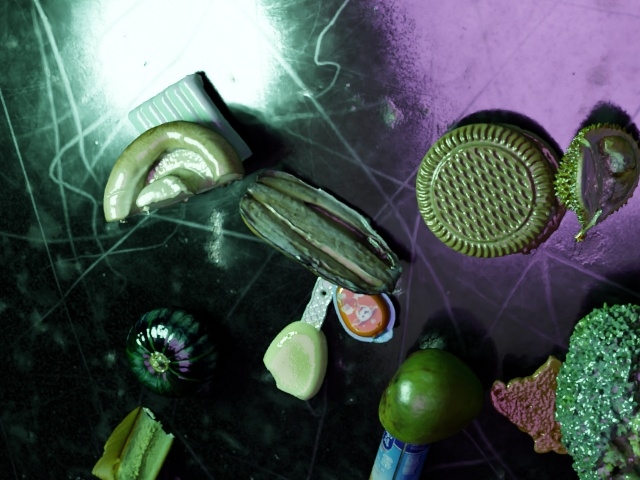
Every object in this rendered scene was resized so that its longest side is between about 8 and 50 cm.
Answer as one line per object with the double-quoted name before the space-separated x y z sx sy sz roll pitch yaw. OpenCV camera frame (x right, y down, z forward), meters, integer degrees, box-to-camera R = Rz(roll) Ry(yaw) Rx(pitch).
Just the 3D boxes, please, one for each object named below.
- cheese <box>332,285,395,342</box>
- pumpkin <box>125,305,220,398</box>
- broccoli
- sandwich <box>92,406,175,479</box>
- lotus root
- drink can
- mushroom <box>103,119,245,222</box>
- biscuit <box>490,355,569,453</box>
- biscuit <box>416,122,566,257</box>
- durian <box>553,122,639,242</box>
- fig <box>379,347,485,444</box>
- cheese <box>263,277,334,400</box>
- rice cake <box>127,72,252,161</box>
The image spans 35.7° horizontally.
"cheese" 0.053 0.088 1.893 0.106 0.037 0.256 -34 92 13
"pumpkin" -0.302 0.229 2.030 0.202 0.140 0.202 6 111 16
"broccoli" 0.539 0.293 1.648 0.302 0.249 0.375 1 92 17
"sandwich" -0.406 0.482 2.116 0.122 0.235 0.128 38 117 -10
"lotus root" 0.001 0.001 1.837 0.329 0.167 0.078 36 148 6
"drink can" 0.151 0.452 1.966 0.097 0.097 0.235 20 117 13
"mushroom" -0.287 -0.138 1.843 0.286 0.156 0.151 -19 91 15
"biscuit" 0.446 0.307 1.813 0.280 0.043 0.183 13 103 2
"biscuit" 0.295 -0.084 1.714 0.259 0.079 0.259 7 111 19
"durian" 0.451 -0.096 1.635 0.146 0.102 0.208 1 109 -20
"fig" 0.207 0.289 1.838 0.191 0.181 0.181 6 114 -7
"cheese" -0.028 0.184 1.958 0.127 0.050 0.255 23 107 10
"rice cake" -0.250 -0.203 1.901 0.189 0.037 0.198 -27 98 28
